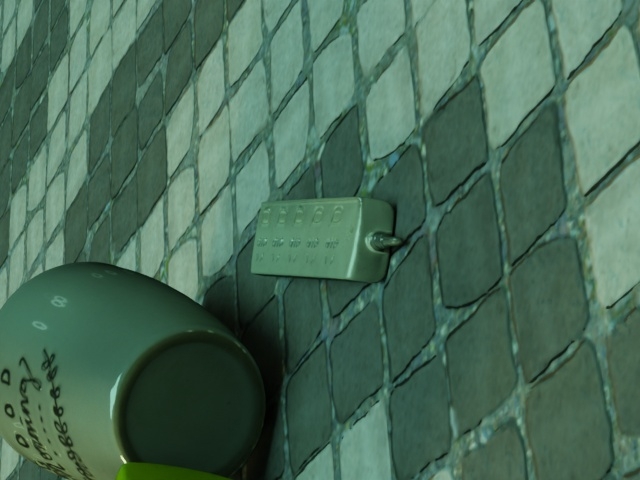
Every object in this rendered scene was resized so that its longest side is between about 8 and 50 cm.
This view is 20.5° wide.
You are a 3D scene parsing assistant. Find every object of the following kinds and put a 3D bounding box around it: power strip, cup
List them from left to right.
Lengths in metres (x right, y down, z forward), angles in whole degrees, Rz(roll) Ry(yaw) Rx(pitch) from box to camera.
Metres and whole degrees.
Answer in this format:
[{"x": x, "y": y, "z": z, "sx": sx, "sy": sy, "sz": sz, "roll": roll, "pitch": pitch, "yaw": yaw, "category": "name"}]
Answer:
[{"x": -0.145, "y": 0.156, "z": 1.466, "sx": 0.234, "sy": 0.186, "sz": 0.258, "roll": 14, "pitch": 120, "yaw": 60, "category": "cup"}, {"x": 0.000, "y": 0.000, "z": 1.337, "sx": 0.253, "sy": 0.027, "sz": 0.060, "roll": 180, "pitch": 100, "yaw": -67, "category": "power strip"}]

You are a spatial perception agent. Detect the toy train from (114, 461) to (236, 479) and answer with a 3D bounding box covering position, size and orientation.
[{"x": -0.132, "y": 0.373, "z": 1.316, "sx": 0.272, "sy": 0.179, "sz": 0.442, "roll": -106, "pitch": 34, "yaw": -61, "category": "toy train"}]
